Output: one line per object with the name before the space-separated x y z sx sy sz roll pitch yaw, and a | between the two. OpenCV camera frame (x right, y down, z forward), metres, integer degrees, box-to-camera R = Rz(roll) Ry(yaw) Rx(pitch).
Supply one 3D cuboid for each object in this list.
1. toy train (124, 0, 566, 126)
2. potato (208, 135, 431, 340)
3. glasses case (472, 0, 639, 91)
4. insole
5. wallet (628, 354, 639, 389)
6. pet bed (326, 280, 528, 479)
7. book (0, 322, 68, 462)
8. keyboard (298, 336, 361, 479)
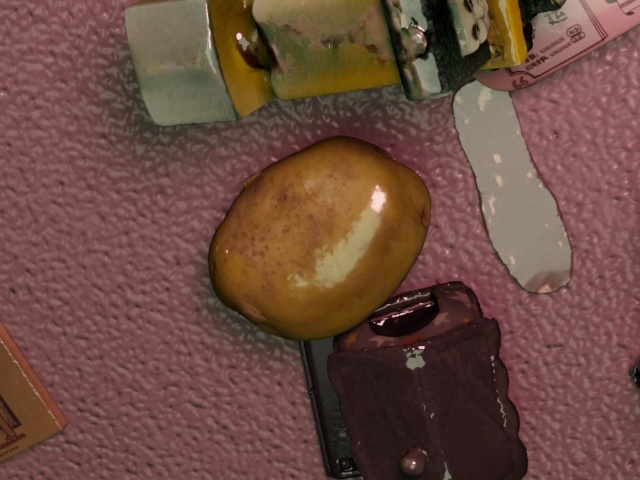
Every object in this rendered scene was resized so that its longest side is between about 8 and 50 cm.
toy train | 0.022 -0.204 1.396 0.397 0.253 0.160 -3 110 29
potato | -0.001 -0.002 1.558 0.197 0.148 0.228 34 99 10
glasses case | 0.272 -0.257 1.469 0.314 0.075 0.122 -29 101 18
insole | 0.201 -0.055 1.587 0.081 0.011 0.248 -19 106 11
wallet | 0.415 0.143 1.509 0.176 0.250 0.075 10 85 4
pet bed | 0.111 0.170 1.589 0.183 0.159 0.211 -14 109 3
book | -0.416 0.155 1.737 0.161 0.026 0.231 -28 104 16
keyboard | 0.027 0.160 1.681 0.093 0.025 0.230 -8 109 8
